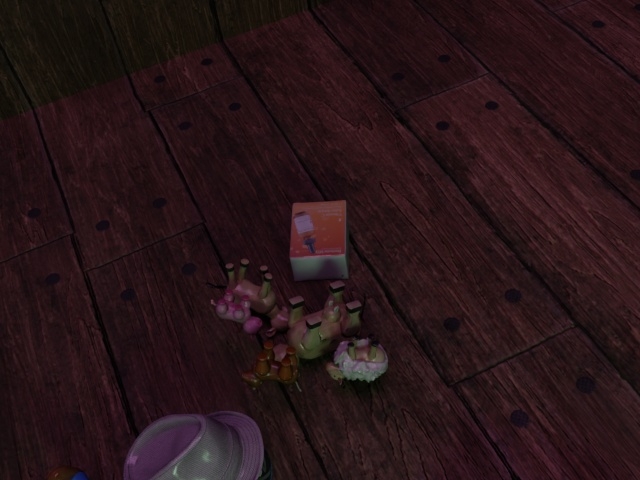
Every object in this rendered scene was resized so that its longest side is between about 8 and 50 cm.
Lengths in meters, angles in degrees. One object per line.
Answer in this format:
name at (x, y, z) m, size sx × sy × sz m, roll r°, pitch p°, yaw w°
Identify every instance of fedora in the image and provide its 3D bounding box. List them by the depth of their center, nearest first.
fedora at (-0.252, 0.400, 1.384) m, size 0.275 × 0.124 × 0.244 m, roll -28°, pitch 37°, yaw 13°

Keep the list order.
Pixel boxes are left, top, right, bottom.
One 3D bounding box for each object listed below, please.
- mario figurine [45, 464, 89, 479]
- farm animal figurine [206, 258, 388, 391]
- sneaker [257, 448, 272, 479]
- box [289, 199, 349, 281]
mario figurine at (-0.390, 0.518, 1.301) m, size 0.320 × 0.198 × 0.170 m, roll 21°, pitch 47°, yaw 37°
farm animal figurine at (-0.056, 0.190, 1.573) m, size 0.326 × 0.172 × 0.330 m, roll -6°, pitch 40°, yaw -13°
sneaker at (-0.143, 0.463, 1.399) m, size 0.067 × 0.078 × 0.188 m, roll 13°, pitch 52°, yaw 18°
box at (0.000, 0.000, 1.761) m, size 0.130 × 0.091 × 0.171 m, roll -3°, pitch 49°, yaw 5°
